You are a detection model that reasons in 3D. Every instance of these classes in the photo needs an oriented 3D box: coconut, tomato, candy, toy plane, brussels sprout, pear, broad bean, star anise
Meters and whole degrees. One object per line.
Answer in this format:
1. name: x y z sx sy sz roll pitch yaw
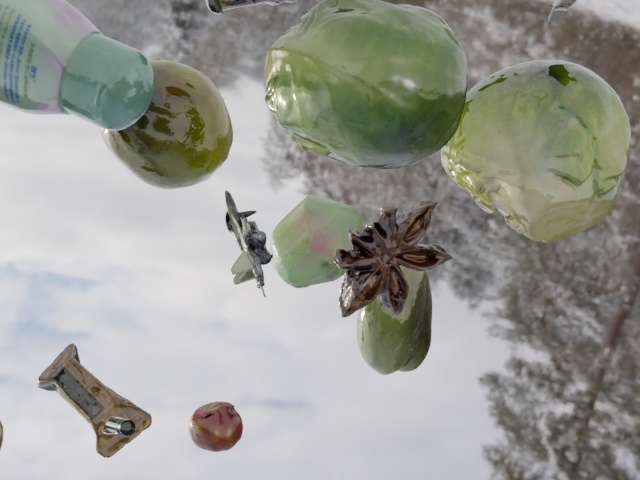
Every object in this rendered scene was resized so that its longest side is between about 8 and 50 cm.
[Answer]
1. coconut: 0.000 0.000 2.443 0.235 0.236 0.205 9 -142 -25
2. tomato: -0.167 0.295 1.678 0.087 0.075 0.087 0 -165 0
3. candy: -0.522 0.370 2.395 0.271 0.143 0.101 41 160 11
4. toy plane: -0.149 -0.011 2.157 0.088 0.192 0.262 -10 -127 -1
5. brussels sprout: 0.053 -0.183 1.232 0.244 0.244 0.244 14 -169 -3
6. pear: -0.326 -0.247 2.264 0.321 0.269 0.269 20 -175 -42
7. broad bean: 0.156 0.159 2.141 0.119 0.291 0.238 16 -127 25
8. brussels sprout: 0.373 -0.150 1.788 0.344 0.344 0.268 24 162 39
9. star anise: 0.123 0.029 1.861 0.220 0.214 0.099 -15 -148 -20

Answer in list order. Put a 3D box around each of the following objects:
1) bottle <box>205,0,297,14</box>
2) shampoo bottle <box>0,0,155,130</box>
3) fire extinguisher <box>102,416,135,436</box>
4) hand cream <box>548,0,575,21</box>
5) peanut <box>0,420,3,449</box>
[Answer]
1. bottle: -0.092 -0.521 1.987 0.271 0.143 0.156 -10 166 0
2. shampoo bottle: -0.442 -0.300 1.762 0.349 0.222 0.151 24 -152 11
3. fire extinguisher: -0.311 0.283 1.598 0.038 0.025 0.083 -30 -168 -28
4. hand cream: 0.463 -0.516 1.773 0.089 0.314 0.139 25 -163 15
5. peanut: -0.620 0.399 1.877 0.085 0.104 0.228 21 -142 -28
